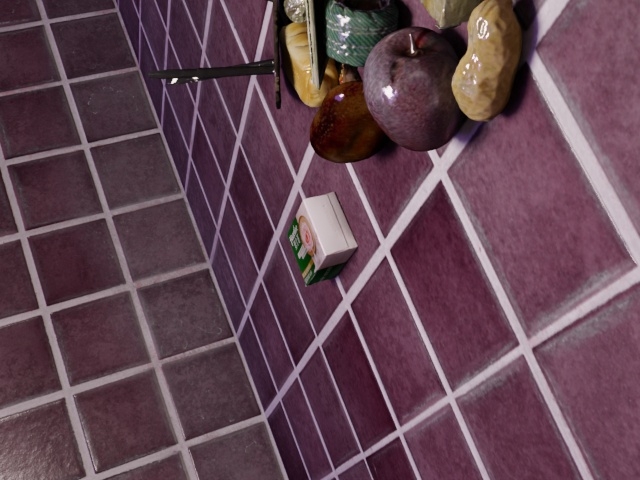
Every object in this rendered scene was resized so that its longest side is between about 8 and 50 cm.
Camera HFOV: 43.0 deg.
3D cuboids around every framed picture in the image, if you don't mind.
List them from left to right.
[{"bbox_3d":[-0.001,-0.393,1.341,0.273,0.016,0.217,-77,-15,-61],"label":"framed picture"}]

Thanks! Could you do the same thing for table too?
[{"bbox_3d":[-0.207,-0.389,1.650,0.317,0.248,0.318,179,90,-88],"label":"table"}]

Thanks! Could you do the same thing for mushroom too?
[{"bbox_3d":[0.055,-0.258,1.377,0.227,0.147,0.218,131,140,-56],"label":"mushroom"}]

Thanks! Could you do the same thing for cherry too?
[{"bbox_3d":[0.130,-0.209,1.137,0.176,0.139,0.176,-10,-90,-89],"label":"cherry"}]

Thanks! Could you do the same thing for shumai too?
[{"bbox_3d":[-0.035,-0.454,1.493,0.082,0.083,0.080,15,150,26],"label":"shumai"}]

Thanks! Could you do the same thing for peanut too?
[{"bbox_3d":[0.206,-0.222,1.011,0.175,0.080,0.080,92,154,-45],"label":"peanut"}]

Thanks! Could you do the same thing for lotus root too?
[{"bbox_3d":[0.164,-0.362,1.035,0.144,0.070,0.143,96,157,-57],"label":"lotus root"}]

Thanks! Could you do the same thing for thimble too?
[{"bbox_3d":[0.062,-0.334,1.266,0.135,0.118,0.090,-102,13,-54],"label":"thimble"}]

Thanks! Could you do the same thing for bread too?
[{"bbox_3d":[-0.021,-0.333,1.540,0.119,0.084,0.177,101,147,-57],"label":"bread"}]

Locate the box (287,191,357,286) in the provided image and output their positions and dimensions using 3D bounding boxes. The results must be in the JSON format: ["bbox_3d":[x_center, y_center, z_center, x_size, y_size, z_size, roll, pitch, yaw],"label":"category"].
[{"bbox_3d":[0.000,0.000,1.759,0.135,0.081,0.199,68,158,17],"label":"box"}]

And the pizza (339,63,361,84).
[{"bbox_3d":[0.049,-0.280,1.478,0.083,0.025,0.078,64,156,25],"label":"pizza"}]
